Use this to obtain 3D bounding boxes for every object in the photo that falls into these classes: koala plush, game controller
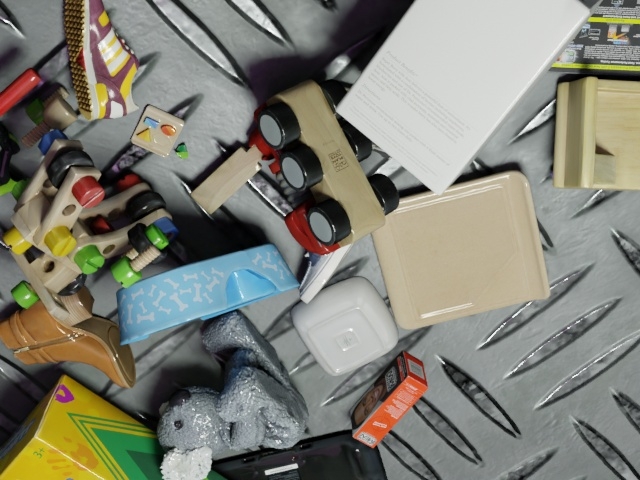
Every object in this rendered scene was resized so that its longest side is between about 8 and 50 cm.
[{"bbox_3d":[-0.152,0.264,1.764,0.221,0.196,0.203,-32,127,10],"label":"koala plush"},{"bbox_3d":[-0.049,0.412,1.925,0.319,0.067,0.167,-14,103,5],"label":"game controller"}]

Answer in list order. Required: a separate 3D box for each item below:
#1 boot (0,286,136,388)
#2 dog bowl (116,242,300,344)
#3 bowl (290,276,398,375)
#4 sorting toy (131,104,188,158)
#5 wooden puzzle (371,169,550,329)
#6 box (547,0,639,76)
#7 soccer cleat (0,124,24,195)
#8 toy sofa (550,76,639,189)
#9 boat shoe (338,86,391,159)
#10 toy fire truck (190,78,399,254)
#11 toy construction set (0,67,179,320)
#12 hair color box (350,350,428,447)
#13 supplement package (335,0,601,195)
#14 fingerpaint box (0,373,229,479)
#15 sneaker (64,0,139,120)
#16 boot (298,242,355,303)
[{"bbox_3d":[-0.381,0.164,1.769,0.152,0.073,0.197,-23,113,15],"label":"boot"},{"bbox_3d":[-0.159,0.069,1.619,0.166,0.297,0.074,-21,87,39],"label":"dog bowl"},{"bbox_3d":[0.039,0.138,1.777,0.142,0.053,0.142,-27,115,11],"label":"bowl"},{"bbox_3d":[-0.216,-0.146,1.636,0.083,0.012,0.062,24,114,-14],"label":"sorting toy"},{"bbox_3d":[0.204,0.014,1.727,0.238,0.044,0.221,-12,118,9],"label":"wooden puzzle"},{"bbox_3d":[0.425,-0.326,1.540,0.270,0.060,0.216,2,119,-3],"label":"box"},{"bbox_3d":[-0.456,-0.145,1.607,0.072,0.060,0.179,-17,122,-10],"label":"soccer cleat"},{"bbox_3d":[0.505,-0.139,1.612,0.362,0.177,0.150,2,94,-3],"label":"toy sofa"},{"bbox_3d":[0.098,-0.149,1.626,0.206,0.075,0.065,20,140,-12],"label":"boat shoe"},{"bbox_3d":[-0.047,-0.076,1.599,0.158,0.246,0.217,-30,93,-30],"label":"toy fire truck"},{"bbox_3d":[-0.369,-0.037,1.559,0.237,0.257,0.309,-38,91,8],"label":"toy construction set"},{"bbox_3d":[0.105,0.248,1.827,0.043,0.072,0.141,31,112,-18],"label":"hair color box"},{"bbox_3d":[0.190,-0.236,1.470,0.177,0.175,0.293,40,116,4],"label":"supplement package"},{"bbox_3d":[-0.390,0.485,1.848,0.371,0.163,0.445,37,117,-15],"label":"fingerpaint box"},{"bbox_3d":[-0.285,-0.255,1.552,0.083,0.069,0.186,-12,110,-32],"label":"sneaker"},{"bbox_3d":[0.000,0.000,1.703,0.086,0.069,0.190,36,117,5],"label":"boot"}]
